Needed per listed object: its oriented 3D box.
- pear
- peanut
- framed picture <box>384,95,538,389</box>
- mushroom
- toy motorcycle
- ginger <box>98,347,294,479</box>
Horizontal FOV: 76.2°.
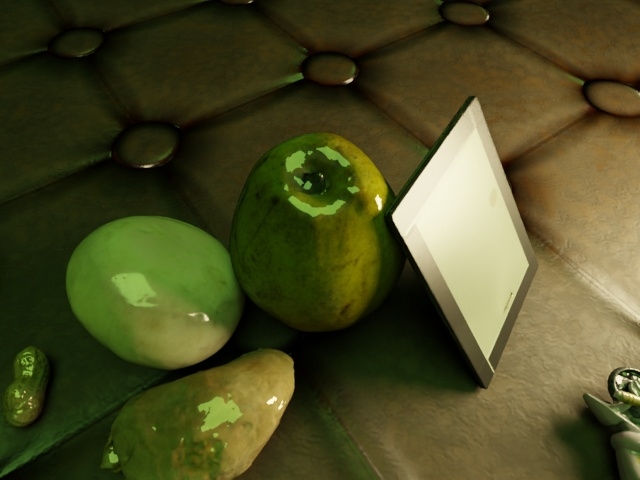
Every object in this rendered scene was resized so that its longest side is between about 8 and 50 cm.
[{"bbox_3d":[0.000,0.000,0.577,0.253,0.307,0.252,0,65,-1],"label":"pear"},{"bbox_3d":[-0.418,0.206,0.582,0.054,0.053,0.113,-7,59,-5],"label":"peanut"},{"bbox_3d":[0.227,0.009,0.584,0.016,0.347,0.265,1,45,48],"label":"framed picture"},{"bbox_3d":[-0.238,0.079,0.594,0.246,0.202,0.246,33,24,-17],"label":"mushroom"},{"bbox_3d":[0.440,0.285,0.522,0.152,0.073,0.225,-26,60,-14],"label":"toy motorcycle"},{"bbox_3d":[-0.147,0.234,0.518,0.267,0.152,0.137,-21,88,-20],"label":"ginger"}]
